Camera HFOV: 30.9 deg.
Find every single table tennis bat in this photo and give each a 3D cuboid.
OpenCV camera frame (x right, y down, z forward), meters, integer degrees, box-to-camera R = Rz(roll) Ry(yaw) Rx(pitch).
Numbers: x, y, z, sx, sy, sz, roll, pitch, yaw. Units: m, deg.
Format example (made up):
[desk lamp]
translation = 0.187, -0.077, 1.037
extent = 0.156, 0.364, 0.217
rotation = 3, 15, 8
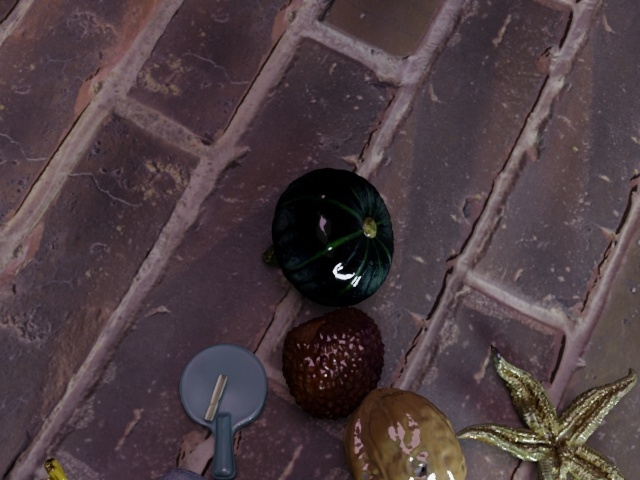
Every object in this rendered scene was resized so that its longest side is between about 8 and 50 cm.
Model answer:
[table tennis bat]
translation = -0.166, 0.291, 1.987
extent = 0.153, 0.040, 0.244
rotation = -1, 63, -4

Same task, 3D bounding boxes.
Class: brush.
[brush]
translation = -0.178, 0.269, 1.976
extent = 0.016, 0.013, 0.084
rotation = 13, 67, 13

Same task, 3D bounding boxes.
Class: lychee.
[lychee]
translation = 0.026, 0.213, 1.970
extent = 0.188, 0.188, 0.188
rotation = 2, 67, -5

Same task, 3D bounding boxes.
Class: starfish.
[starfish]
translation = 0.396, 0.361, 1.992
extent = 0.347, 0.078, 0.358
rotation = 15, 66, 0

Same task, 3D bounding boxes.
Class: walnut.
[walnut]
translation = 0.139, 0.354, 1.896
extent = 0.198, 0.198, 0.245
rotation = -26, 91, -16

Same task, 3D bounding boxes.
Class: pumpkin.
[pumpkin]
translation = 0.000, 0.000, 2.049
extent = 0.248, 0.248, 0.248
rotation = 2, 67, -5

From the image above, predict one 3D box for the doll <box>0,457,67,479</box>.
[doll]
translation = -0.539, 0.487, 1.802
extent = 0.365, 0.094, 0.160
rotation = -35, 86, 3

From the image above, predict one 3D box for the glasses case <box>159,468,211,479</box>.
[glasses case]
translation = -0.146, 0.470, 1.896
extent = 0.282, 0.067, 0.109
rotation = 25, 71, 2
